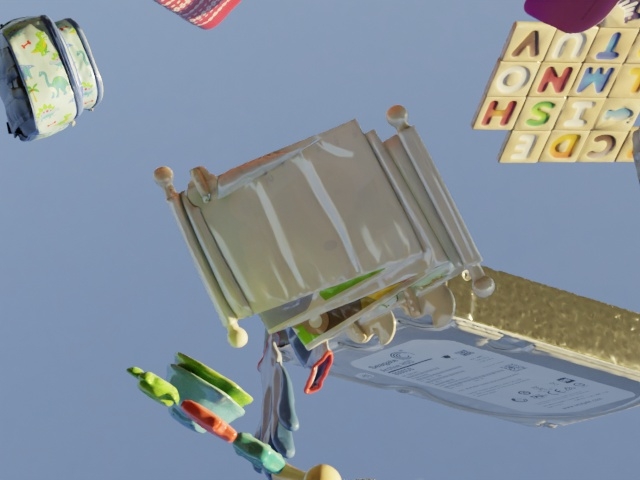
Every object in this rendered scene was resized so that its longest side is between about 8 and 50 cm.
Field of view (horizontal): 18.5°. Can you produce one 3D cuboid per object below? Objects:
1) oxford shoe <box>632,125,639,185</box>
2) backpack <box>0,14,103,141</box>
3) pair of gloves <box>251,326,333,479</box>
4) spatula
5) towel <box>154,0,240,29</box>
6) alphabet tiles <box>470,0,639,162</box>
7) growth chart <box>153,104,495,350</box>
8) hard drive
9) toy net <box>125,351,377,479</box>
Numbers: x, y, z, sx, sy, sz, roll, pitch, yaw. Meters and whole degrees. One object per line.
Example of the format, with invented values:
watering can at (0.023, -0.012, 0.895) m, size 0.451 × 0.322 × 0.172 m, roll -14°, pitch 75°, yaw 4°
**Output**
oxford shoe at (0.248, 0.005, 1.086) m, size 0.130 × 0.169 × 0.449 m, roll -11°, pitch -168°, yaw 11°
backpack at (-0.236, -0.144, 1.681) m, size 0.084 × 0.105 × 0.114 m, roll -22°, pitch -175°, yaw -15°
pair of gloves at (-0.029, 0.108, 1.682) m, size 0.023 × 0.198 × 0.159 m, roll 11°, pitch -145°, yaw -16°
spatula at (0.169, -0.214, 1.583) m, size 0.084 × 0.030 × 0.296 m, roll -53°, pitch -160°, yaw -2°
towel at (-0.052, -0.249, 1.471) m, size 0.199 × 0.031 × 0.275 m, roll -45°, pitch 173°, yaw 5°
alphabet tiles at (0.254, -0.140, 1.695) m, size 0.237 × 0.198 × 0.009 m, roll -1°, pitch -133°, yaw -22°
growth chart at (0.000, 0.000, 1.426) m, size 0.237 × 0.172 × 0.021 m, roll -15°, pitch -171°, yaw 29°
hard drive at (0.149, 0.097, 1.810) m, size 0.237 × 0.339 × 0.064 m, roll -24°, pitch -126°, yaw 54°
toy net at (-0.026, 0.146, 1.395) m, size 0.232 × 0.122 × 0.045 m, roll 30°, pitch -101°, yaw 18°
